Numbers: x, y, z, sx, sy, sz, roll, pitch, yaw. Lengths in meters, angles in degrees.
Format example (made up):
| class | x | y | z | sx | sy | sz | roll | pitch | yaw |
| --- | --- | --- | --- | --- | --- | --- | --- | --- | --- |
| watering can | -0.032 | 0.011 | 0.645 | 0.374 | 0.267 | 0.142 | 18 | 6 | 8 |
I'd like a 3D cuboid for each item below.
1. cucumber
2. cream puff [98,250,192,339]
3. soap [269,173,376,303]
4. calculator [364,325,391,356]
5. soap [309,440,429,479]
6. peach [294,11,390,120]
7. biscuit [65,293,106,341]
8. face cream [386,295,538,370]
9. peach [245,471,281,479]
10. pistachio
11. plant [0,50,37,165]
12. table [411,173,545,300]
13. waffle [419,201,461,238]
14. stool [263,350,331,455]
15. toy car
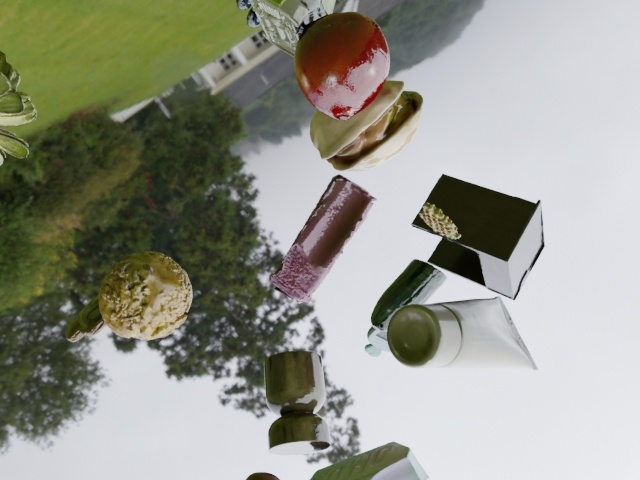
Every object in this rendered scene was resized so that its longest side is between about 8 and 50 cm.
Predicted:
| class | x | y | z | sx | sy | sz | roll | pitch | yaw |
| --- | --- | --- | --- | --- | --- | --- | --- | --- | --- |
| cucumber | 0.235 | 0.158 | 1.752 | 0.115 | 0.063 | 0.244 | 38 | -96 | 25 |
| cream puff | -0.333 | 0.105 | 1.200 | 0.130 | 0.189 | 0.189 | -8 | -145 | 44 |
| soap | 0.000 | 0.000 | 1.328 | 0.289 | 0.112 | 0.182 | -56 | 177 | 7 |
| calculator | 0.274 | 0.323 | 2.213 | 0.299 | 0.186 | 0.041 | -42 | -144 | 27 |
| soap | 0.128 | 0.686 | 1.753 | 0.347 | 0.115 | 0.208 | -28 | 180 | 19 |
| peach | 0.043 | -0.327 | 1.173 | 0.197 | 0.197 | 0.197 | -31 | -158 | 14 |
| biscuit | -0.701 | 0.218 | 1.993 | 0.290 | 0.041 | 0.208 | -36 | -151 | 0 |
| face cream | 0.224 | 0.138 | 0.913 | 0.084 | 0.341 | 0.137 | -38 | -118 | 30 |
| peach | -0.130 | 0.612 | 1.412 | 0.152 | 0.152 | 0.152 | -31 | -158 | 14 |
| pistachio | 0.100 | -0.256 | 1.376 | 0.318 | 0.193 | 0.213 | -18 | -139 | 51 |
| plant | -0.792 | -0.290 | 1.318 | 0.297 | 0.261 | 0.306 | -2 | 144 | -44 |
| table | 0.438 | -0.014 | 1.708 | 0.282 | 0.250 | 0.196 | 24 | -107 | 32 |
| waffle | 0.188 | -0.030 | 0.994 | 0.016 | 0.078 | 0.085 | -46 | -177 | -6 |
| stool | -0.071 | 0.473 | 1.806 | 0.179 | 0.179 | 0.264 | -25 | -124 | 28 |
| toy car | -0.044 | -0.529 | 1.363 | 0.198 | 0.204 | 0.248 | -56 | 168 | -3 |
